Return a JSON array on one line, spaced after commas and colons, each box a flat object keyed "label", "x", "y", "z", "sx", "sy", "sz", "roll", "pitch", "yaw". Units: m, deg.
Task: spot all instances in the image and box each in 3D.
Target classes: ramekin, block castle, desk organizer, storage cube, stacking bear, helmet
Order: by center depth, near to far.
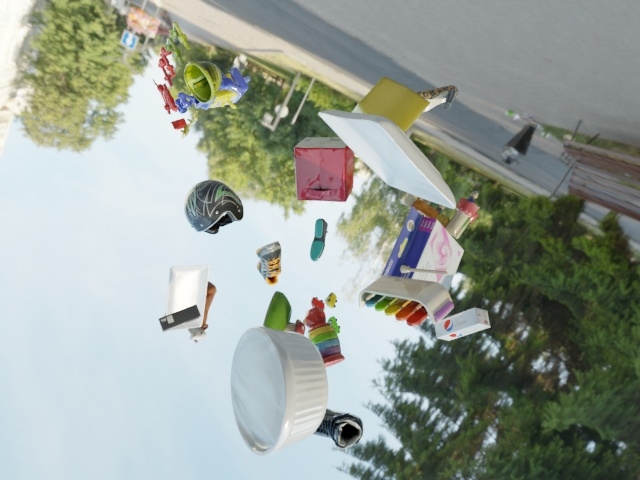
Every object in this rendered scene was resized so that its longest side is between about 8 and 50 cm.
[{"label": "ramekin", "x": -0.093, "y": 0.328, "z": 0.976, "sx": 0.127, "sy": 0.273, "sz": 0.273, "roll": 5, "pitch": -155, "yaw": -35}, {"label": "helmet", "x": -0.332, "y": -0.101, "z": 1.314, "sx": 0.169, "sy": 0.169, "sz": 0.161, "roll": 37, "pitch": -170, "yaw": 33}, {"label": "desk organizer", "x": -0.476, "y": 0.264, "z": 1.463, "sx": 0.130, "sy": 0.050, "sz": 0.047, "roll": -20, "pitch": -101, "yaw": -28}, {"label": "storage cube", "x": 0.017, "y": -0.261, "z": 1.563, "sx": 0.184, "sy": 0.193, "sz": 0.215, "roll": 3, "pitch": -154, "yaw": 12}, {"label": "block castle", "x": 0.562, "y": -0.174, "z": 1.971, "sx": 0.303, "sy": 0.213, "sz": 0.453, "roll": 36, "pitch": -169, "yaw": 17}, {"label": "stacking bear", "x": 0.000, "y": 0.468, "z": 2.123, "sx": 0.164, "sy": 0.175, "sz": 0.289, "roll": -14, "pitch": -112, "yaw": -14}]

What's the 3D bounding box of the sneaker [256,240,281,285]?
[{"label": "sneaker", "x": -0.158, "y": 0.074, "z": 1.408, "sx": 0.084, "sy": 0.215, "sz": 0.083, "roll": -20, "pitch": -114, "yaw": -17}]

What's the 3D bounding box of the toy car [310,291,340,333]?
[{"label": "toy car", "x": 0.039, "y": 0.399, "z": 2.319, "sx": 0.239, "sy": 0.053, "sz": 0.225, "roll": -5, "pitch": -109, "yaw": -57}]

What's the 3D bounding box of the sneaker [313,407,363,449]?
[{"label": "sneaker", "x": 0.013, "y": 0.528, "z": 1.236, "sx": 0.226, "sy": 0.086, "sz": 0.163, "roll": 3, "pitch": 169, "yaw": 4}]

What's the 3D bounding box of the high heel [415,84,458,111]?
[{"label": "high heel", "x": 0.526, "y": -0.704, "z": 2.100, "sx": 0.261, "sy": 0.093, "sz": 0.186, "roll": 14, "pitch": -130, "yaw": 22}]

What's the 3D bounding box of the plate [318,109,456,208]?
[{"label": "plate", "x": 0.149, "y": -0.192, "z": 0.950, "sx": 0.278, "sy": 0.045, "sz": 0.277, "roll": 39, "pitch": 179, "yaw": -30}]

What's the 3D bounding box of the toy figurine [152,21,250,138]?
[{"label": "toy figurine", "x": -0.277, "y": -0.425, "z": 1.129, "sx": 0.217, "sy": 0.191, "sz": 0.362, "roll": -28, "pitch": -173, "yaw": -28}]

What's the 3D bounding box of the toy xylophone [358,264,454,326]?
[{"label": "toy xylophone", "x": 0.284, "y": 0.170, "z": 1.406, "sx": 0.236, "sy": 0.081, "sz": 0.323, "roll": -26, "pitch": -160, "yaw": -30}]

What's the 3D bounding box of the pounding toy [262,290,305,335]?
[{"label": "pounding toy", "x": -0.100, "y": 0.265, "z": 1.214, "sx": 0.110, "sy": 0.237, "sz": 0.183, "roll": 14, "pitch": -156, "yaw": 3}]

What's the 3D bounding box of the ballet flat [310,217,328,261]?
[{"label": "ballet flat", "x": 0.000, "y": 0.000, "z": 1.984, "sx": 0.074, "sy": 0.203, "sz": 0.074, "roll": 8, "pitch": 173, "yaw": 1}]

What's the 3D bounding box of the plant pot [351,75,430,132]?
[{"label": "plant pot", "x": 0.232, "y": -0.463, "z": 1.582, "sx": 0.187, "sy": 0.212, "sz": 0.212, "roll": 42, "pitch": 175, "yaw": -8}]

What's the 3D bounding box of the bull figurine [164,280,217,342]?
[{"label": "bull figurine", "x": -0.553, "y": 0.293, "z": 1.883, "sx": 0.188, "sy": 0.101, "sz": 0.310, "roll": 33, "pitch": -141, "yaw": -21}]

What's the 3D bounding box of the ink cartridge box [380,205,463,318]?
[{"label": "ink cartridge box", "x": 0.400, "y": 0.091, "z": 1.652, "sx": 0.071, "sy": 0.324, "sz": 0.330, "roll": 7, "pitch": 155, "yaw": 49}]

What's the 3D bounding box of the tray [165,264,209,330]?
[{"label": "tray", "x": -0.505, "y": 0.211, "z": 1.625, "sx": 0.145, "sy": 0.270, "sz": 0.030, "roll": -2, "pitch": -156, "yaw": -35}]

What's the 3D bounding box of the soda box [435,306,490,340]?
[{"label": "soda box", "x": 0.557, "y": 0.333, "z": 1.713, "sx": 0.074, "sy": 0.216, "sz": 0.069, "roll": 17, "pitch": -124, "yaw": -27}]
